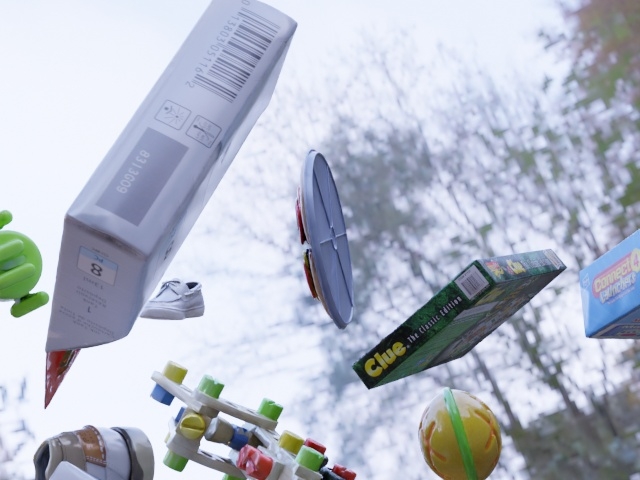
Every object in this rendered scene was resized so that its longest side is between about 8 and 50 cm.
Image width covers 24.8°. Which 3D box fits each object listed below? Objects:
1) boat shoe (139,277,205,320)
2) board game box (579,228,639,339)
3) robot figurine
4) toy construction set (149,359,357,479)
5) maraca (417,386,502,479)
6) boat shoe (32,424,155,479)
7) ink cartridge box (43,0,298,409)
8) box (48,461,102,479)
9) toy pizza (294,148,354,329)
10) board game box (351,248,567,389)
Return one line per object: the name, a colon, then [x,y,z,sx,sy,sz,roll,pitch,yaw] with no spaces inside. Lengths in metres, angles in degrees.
boat shoe: [-0.221,0.088,2.202,0.066,0.063,0.184,1,1,23]
board game box: [0.493,0.034,1.624,0.308,0.086,0.302,2,-19,-15]
robot figurine: [-0.304,0.025,1.398,0.067,0.101,0.115,-27,3,-17]
toy construction set: [-0.086,0.263,1.687,0.215,0.327,0.151,28,-76,-22]
maraca: [0.170,0.243,1.780,0.099,0.127,0.185,-13,-11,2]
boat shoe: [-0.248,0.315,1.369,0.103,0.113,0.302,9,-82,-36]
ink cartridge box: [-0.156,-0.016,1.428,0.091,0.308,0.385,26,-34,3]
box: [-0.081,0.350,1.173,0.168,0.345,0.215,-59,-24,-12]
toy pizza: [0.000,0.000,1.593,0.032,0.201,0.201,-10,-32,10]
board game box: [0.125,0.062,1.229,0.136,0.030,0.260,-40,-13,17]
